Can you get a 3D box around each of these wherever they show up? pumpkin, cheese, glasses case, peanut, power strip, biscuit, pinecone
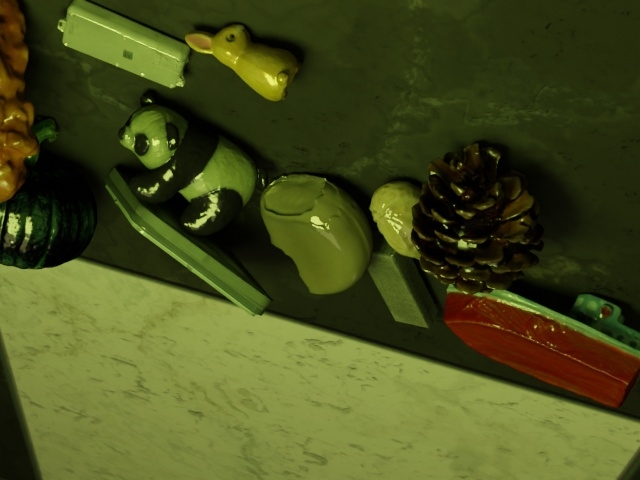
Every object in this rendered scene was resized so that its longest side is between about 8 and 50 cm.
[{"bbox_3d":[-0.474,-0.082,2.011,0.248,0.248,0.248,13,147,9],"label":"pumpkin"},{"bbox_3d":[0.000,0.000,1.939,0.175,0.091,0.202,11,136,33],"label":"cheese"},{"bbox_3d":[0.128,0.064,2.045,0.070,0.047,0.205,10,148,33],"label":"glasses case"},{"bbox_3d":[0.161,-0.008,1.878,0.214,0.099,0.090,35,119,-26],"label":"peanut"},{"bbox_3d":[-0.273,-0.274,1.761,0.192,0.035,0.081,22,147,-5],"label":"power strip"},{"bbox_3d":[-0.525,-0.188,1.814,0.110,0.318,0.312,-1,167,-45],"label":"biscuit"},{"bbox_3d":[0.219,-0.030,1.750,0.179,0.184,0.205,16,119,28],"label":"pinecone"}]

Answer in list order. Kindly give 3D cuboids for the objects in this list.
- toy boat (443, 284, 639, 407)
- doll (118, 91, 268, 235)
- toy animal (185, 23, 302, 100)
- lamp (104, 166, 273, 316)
[{"bbox_3d":[0.350,0.130,1.973,0.331,0.133,0.145,22,154,15],"label":"toy boat"},{"bbox_3d":[-0.200,-0.114,1.879,0.234,0.143,0.135,33,113,-22],"label":"doll"},{"bbox_3d":[-0.107,-0.249,1.685,0.159,0.070,0.083,30,-172,6],"label":"toy animal"},{"bbox_3d":[-0.213,-0.002,1.988,0.266,0.047,0.269,40,-179,-26],"label":"lamp"}]
